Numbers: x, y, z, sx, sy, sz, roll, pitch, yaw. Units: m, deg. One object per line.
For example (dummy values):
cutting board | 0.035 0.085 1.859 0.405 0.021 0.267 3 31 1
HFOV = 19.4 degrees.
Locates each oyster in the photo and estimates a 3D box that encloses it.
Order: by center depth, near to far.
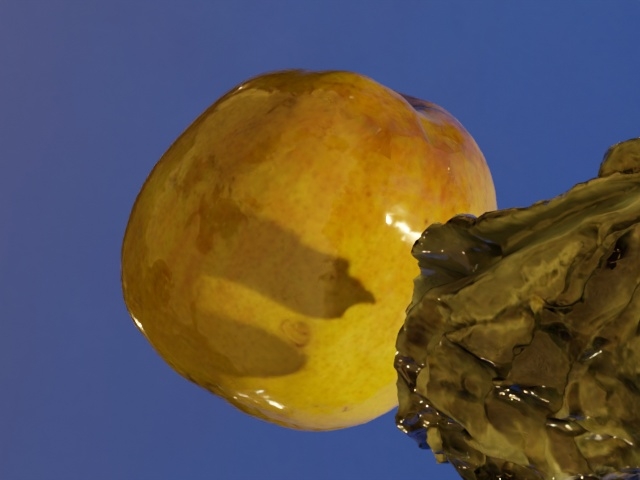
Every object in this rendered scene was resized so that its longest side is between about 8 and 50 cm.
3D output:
oyster | 0.140 0.039 0.680 0.351 0.162 0.158 -18 -97 66

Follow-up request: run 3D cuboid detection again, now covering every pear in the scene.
pear | 0.000 0.000 0.986 0.200 0.200 0.200 -17 -110 57
